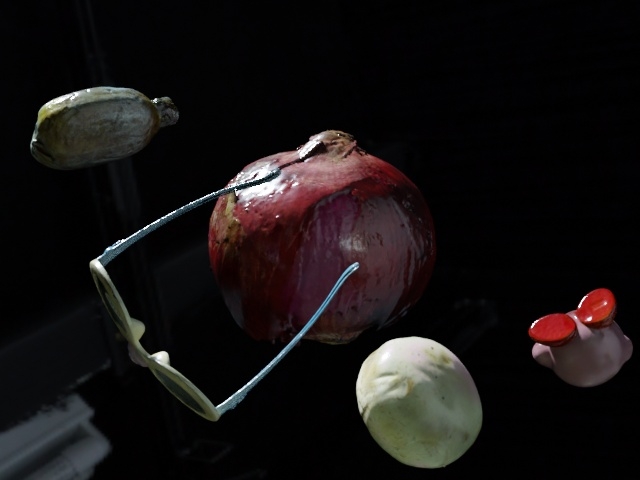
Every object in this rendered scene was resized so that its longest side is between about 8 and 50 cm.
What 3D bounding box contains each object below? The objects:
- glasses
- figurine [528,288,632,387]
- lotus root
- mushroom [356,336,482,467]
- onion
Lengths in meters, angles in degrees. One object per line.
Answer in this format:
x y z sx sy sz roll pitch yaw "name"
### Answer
-0.091 0.043 0.969 0.189 0.220 0.088 51 -175 2 "glasses"
0.225 0.092 0.904 0.067 0.083 0.071 -93 -18 -48 "figurine"
-0.273 -0.145 1.339 0.192 0.113 0.088 -14 -108 -24 "lotus root"
0.059 0.101 0.644 0.083 0.067 0.083 23 -142 -19 "mushroom"
0.000 0.000 1.237 0.276 0.276 0.276 0 -90 -58 "onion"
